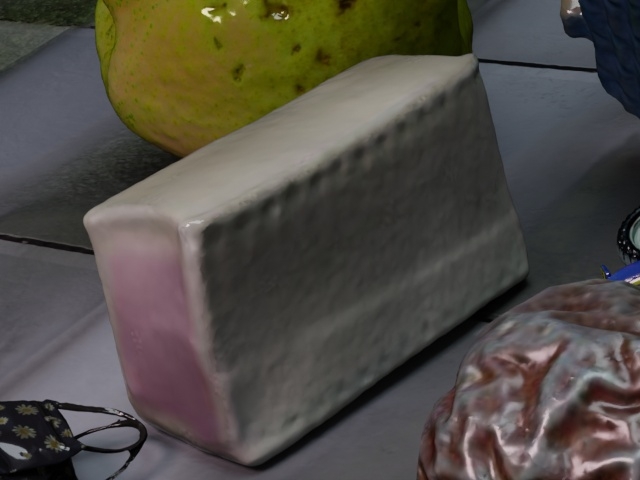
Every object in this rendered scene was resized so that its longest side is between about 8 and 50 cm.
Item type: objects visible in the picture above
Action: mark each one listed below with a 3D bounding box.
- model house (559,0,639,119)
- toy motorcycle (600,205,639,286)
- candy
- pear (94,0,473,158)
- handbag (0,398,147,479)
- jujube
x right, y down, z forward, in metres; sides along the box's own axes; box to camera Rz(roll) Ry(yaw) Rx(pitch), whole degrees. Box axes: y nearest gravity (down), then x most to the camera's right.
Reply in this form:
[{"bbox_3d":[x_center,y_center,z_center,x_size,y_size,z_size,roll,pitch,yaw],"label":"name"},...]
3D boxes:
[{"bbox_3d":[0.389,-0.305,1.578,0.399,0.395,0.446,2,66,20],"label":"model house"},{"bbox_3d":[0.372,0.003,1.470,0.315,0.113,0.169,-10,34,20],"label":"toy motorcycle"},{"bbox_3d":[-0.001,0.002,1.487,0.145,0.208,0.358,9,32,44],"label":"candy"},{"bbox_3d":[-0.043,-0.220,1.776,0.391,0.391,0.391,-8,26,4],"label":"pear"},{"bbox_3d":[-0.196,0.153,1.396,0.139,0.072,0.115,-15,25,-20],"label":"handbag"},{"bbox_3d":[0.217,0.143,1.133,0.317,0.226,0.226,17,36,32],"label":"jujube"}]
